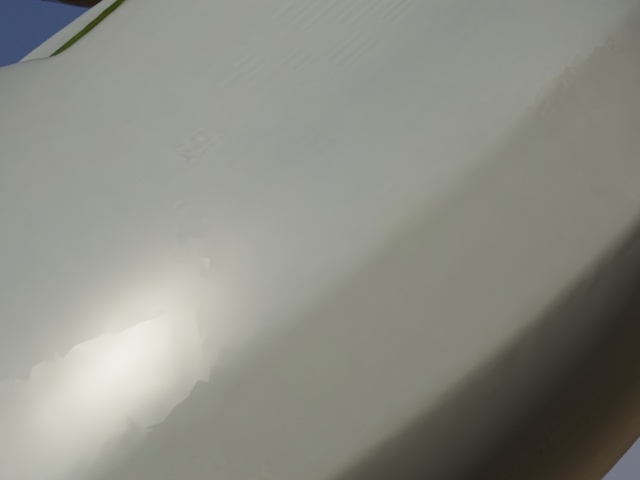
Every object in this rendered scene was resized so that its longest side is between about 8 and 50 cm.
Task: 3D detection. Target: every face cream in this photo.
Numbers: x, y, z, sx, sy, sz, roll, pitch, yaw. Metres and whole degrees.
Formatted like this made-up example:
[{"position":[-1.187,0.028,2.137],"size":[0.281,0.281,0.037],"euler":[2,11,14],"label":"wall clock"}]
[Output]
[{"position":[0.000,0.000,0.642],"size":[0.357,0.219,0.312],"euler":[-41,11,-23],"label":"face cream"}]

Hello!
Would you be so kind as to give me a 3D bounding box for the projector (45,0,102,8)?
[{"position":[0.067,-0.276,0.807],"size":[0.405,0.242,0.395],"euler":[3,-32,-15],"label":"projector"}]
